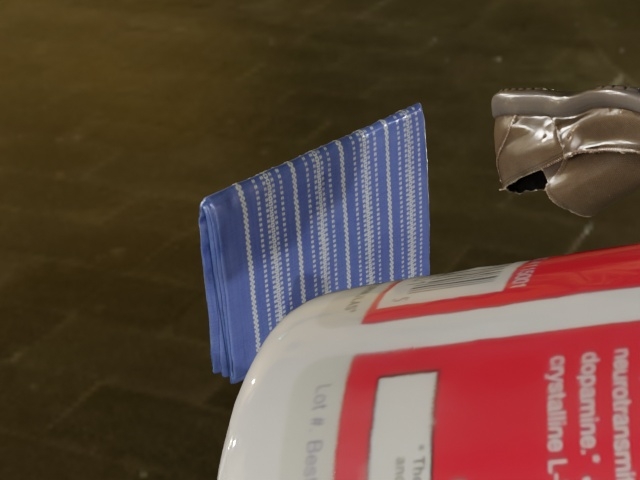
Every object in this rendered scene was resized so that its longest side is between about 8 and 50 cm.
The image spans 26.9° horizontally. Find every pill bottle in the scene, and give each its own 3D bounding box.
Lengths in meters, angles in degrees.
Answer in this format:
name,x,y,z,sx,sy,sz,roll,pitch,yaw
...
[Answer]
name,x,y,z,sx,sy,sz,roll,pitch,yaw
pill bottle,0.187,0.104,0.475,0.407,0.229,0.229,-10,21,24

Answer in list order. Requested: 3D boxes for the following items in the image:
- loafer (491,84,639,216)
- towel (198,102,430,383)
name,x,y,z,sx,sy,sz,roll,pitch,yaw
loafer,0.299,-0.086,1.353,0.133,0.130,0.366,4,4,-22
towel,0.000,0.000,1.561,0.336,0.243,0.040,-26,36,-35
